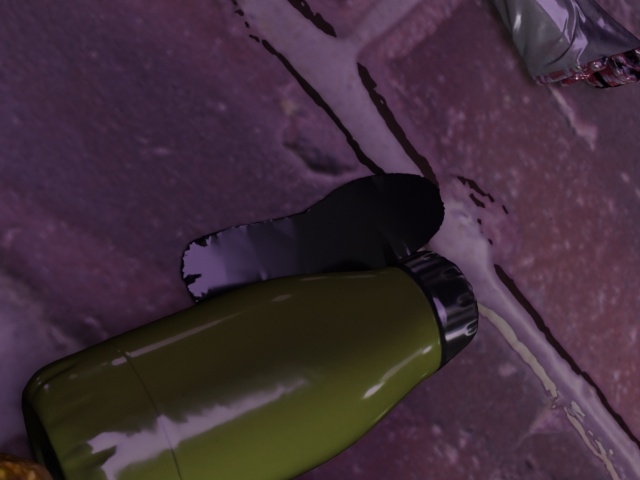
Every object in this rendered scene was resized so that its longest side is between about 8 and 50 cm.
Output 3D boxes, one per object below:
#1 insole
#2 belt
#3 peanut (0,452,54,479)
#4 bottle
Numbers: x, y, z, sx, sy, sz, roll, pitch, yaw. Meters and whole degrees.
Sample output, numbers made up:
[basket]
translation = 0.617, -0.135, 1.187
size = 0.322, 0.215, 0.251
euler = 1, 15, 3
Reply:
[insole]
translation = 0.000, 0.000, 0.722
size = 0.188, 0.004, 0.064
euler = -16, 92, -24
[belt]
translation = 0.133, -0.186, 0.772
size = 0.232, 0.053, 0.071
euler = 46, 62, -14
[peanut]
translation = -0.218, 0.176, 0.554
size = 0.207, 0.087, 0.087
euler = -32, 99, -8
[bottle]
translation = -0.029, 0.079, 0.644
size = 0.260, 0.112, 0.112
euler = -21, 94, -24
